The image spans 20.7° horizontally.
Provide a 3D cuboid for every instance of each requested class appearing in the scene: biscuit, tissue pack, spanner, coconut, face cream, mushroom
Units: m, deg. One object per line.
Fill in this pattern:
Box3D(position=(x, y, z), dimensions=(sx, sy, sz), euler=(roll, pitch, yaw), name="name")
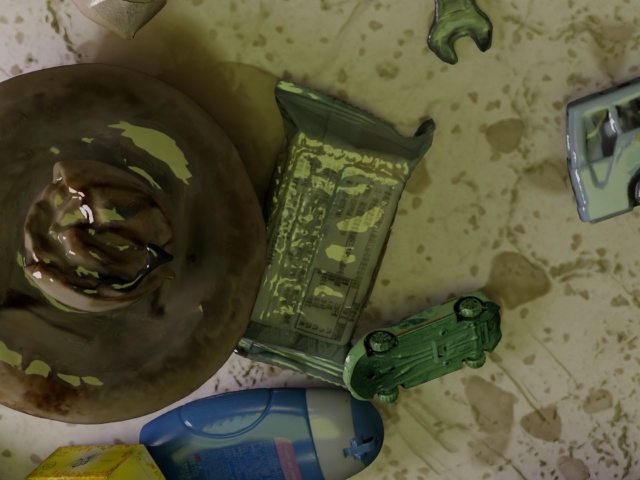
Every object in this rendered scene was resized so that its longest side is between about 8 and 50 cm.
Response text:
Box3D(position=(-0.005, -0.001, 1.847), dimensions=(0.186, 0.079, 0.309), euler=(15, 111, -3), name="biscuit")
Box3D(position=(-0.236, 0.278, 1.911), dimensions=(0.176, 0.062, 0.095), euler=(-8, 116, 51), name="tissue pack")
Box3D(position=(0.120, -0.323, 1.762), dimensions=(0.071, 0.017, 0.302), euler=(-10, 110, 5), name="spanner")
Box3D(position=(-0.198, -0.261, 1.745), dimensions=(0.110, 0.110, 0.124), euler=(-11, 105, 6), name="coconut")
Box3D(position=(-0.061, 0.225, 1.924), dimensions=(0.264, 0.083, 0.149), euler=(-10, 125, 6), name="face cream")
Box3D(position=(-0.225, 0.000, 1.718), dimensions=(0.362, 0.294, 0.362), euler=(1, 85, -14), name="mushroom")

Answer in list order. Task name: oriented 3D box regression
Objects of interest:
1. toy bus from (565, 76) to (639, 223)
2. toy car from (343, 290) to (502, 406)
Box3D(position=(0.404, -0.123, 1.778), dimensions=(0.329, 0.109, 0.136), euler=(-19, 98, 8), name="toy bus")
Box3D(position=(0.106, 0.109, 1.871), dimensions=(0.186, 0.058, 0.093), euler=(-20, 131, -13), name="toy car")
